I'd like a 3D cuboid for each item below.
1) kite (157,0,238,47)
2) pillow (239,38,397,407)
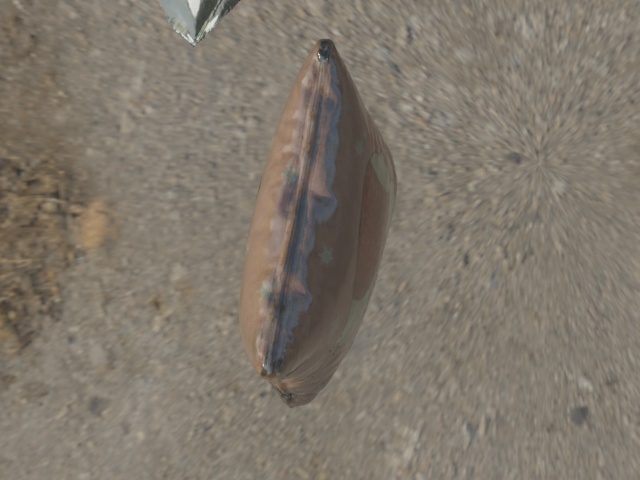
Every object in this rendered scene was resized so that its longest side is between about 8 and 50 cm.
[{"bbox_3d":[-0.089,-0.213,0.687,0.245,0.015,0.141,53,130,18],"label":"kite"},{"bbox_3d":[0.000,0.000,1.025,0.084,0.236,0.223,11,80,9],"label":"pillow"}]
